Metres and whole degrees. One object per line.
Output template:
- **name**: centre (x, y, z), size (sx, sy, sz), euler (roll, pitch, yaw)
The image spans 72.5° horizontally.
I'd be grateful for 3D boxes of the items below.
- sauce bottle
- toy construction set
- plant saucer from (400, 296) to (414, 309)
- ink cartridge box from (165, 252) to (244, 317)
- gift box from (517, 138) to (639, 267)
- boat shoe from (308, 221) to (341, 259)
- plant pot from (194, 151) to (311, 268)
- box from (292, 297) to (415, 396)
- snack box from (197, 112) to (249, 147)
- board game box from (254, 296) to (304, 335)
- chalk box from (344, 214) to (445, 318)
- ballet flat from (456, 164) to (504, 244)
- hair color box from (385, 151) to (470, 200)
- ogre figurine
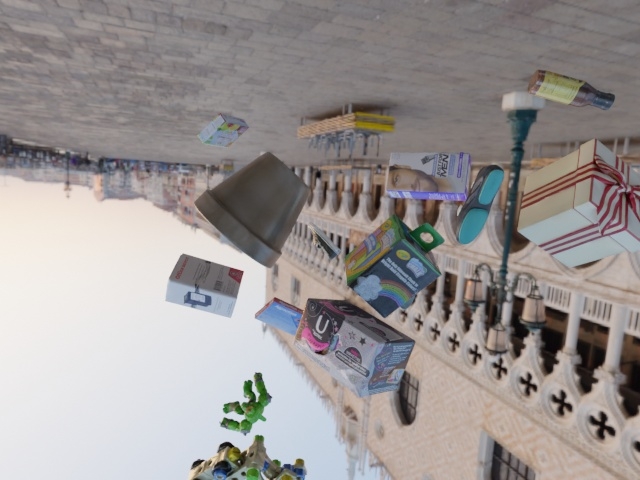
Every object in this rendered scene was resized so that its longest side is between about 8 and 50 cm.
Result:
- **sauce bottle**: centre (0.405, -0.241, 0.707), size (0.128, 0.042, 0.042), euler (17, -172, 1)
- **toy construction set**: centre (-0.214, 0.629, 1.110), size (0.215, 0.327, 0.151), euler (45, -176, -19)
- **plant saucer**: centre (0.355, 0.192, 1.845), size (0.037, 0.195, 0.195), euler (8, -171, 35)
- **ink cartridge box**: centre (-0.409, 0.158, 1.555), size (0.237, 0.100, 0.172), euler (17, -151, -10)
- **gift box**: centre (0.734, -0.076, 1.189), size (0.255, 0.277, 0.258), euler (27, 151, -16)
- **boat shoe**: centre (0.000, 0.000, 1.942), size (0.219, 0.070, 0.078), euler (46, -178, 35)
- **plant pot**: centre (-0.189, -0.118, 1.400), size (0.323, 0.280, 0.323), euler (42, -179, -1)
- **box**: centre (0.078, 0.255, 1.092), size (0.163, 0.142, 0.247), euler (11, -170, -46)
- **snack box**: centre (-0.290, -0.329, 1.316), size (0.100, 0.037, 0.141), euler (-36, 175, 20)
- **board game box**: centre (-0.105, 0.321, 1.737), size (0.281, 0.145, 0.027), euler (30, -140, -25)
- **chalk box**: centre (0.235, 0.056, 1.327), size (0.180, 0.289, 0.179), euler (42, -160, -18)
- **ballet flat**: centre (0.375, -0.089, 1.053), size (0.074, 0.203, 0.074), euler (16, -158, -7)
- **hair color box**: centre (0.469, -0.281, 1.903), size (0.338, 0.185, 0.110), euler (5, 168, 25)
- **ogre figurine**: centre (-0.227, 0.527, 1.391), size (0.197, 0.097, 0.118), euler (-38, -142, -30)
